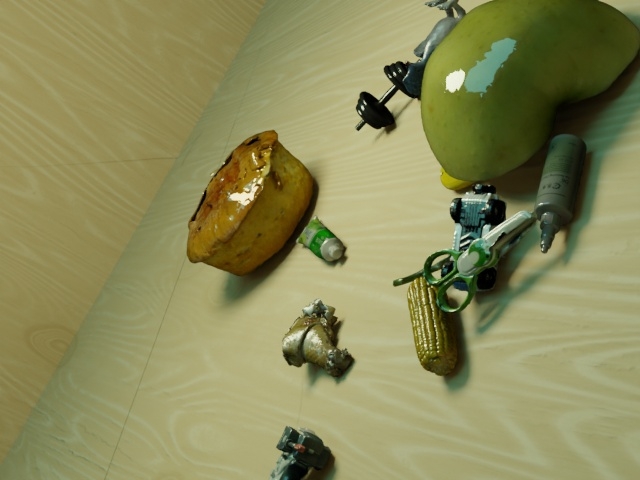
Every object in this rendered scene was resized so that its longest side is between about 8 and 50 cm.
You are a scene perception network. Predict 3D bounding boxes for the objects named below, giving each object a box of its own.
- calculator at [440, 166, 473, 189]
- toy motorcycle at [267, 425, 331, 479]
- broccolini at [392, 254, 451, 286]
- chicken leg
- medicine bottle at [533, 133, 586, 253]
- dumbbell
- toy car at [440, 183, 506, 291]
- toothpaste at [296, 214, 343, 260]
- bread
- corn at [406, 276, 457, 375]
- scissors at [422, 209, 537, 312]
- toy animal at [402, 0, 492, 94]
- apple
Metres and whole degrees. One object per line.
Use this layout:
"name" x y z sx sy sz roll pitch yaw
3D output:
"calculator" 0.298 -0.176 1.749 0.235 0.032 0.146 -42 27 30
"toy motorcycle" -0.058 0.407 1.614 0.221 0.102 0.150 -63 10 -15
"broccolini" 0.202 0.020 1.628 0.194 0.054 0.052 -41 63 -5
"chicken leg" -0.011 0.192 1.840 0.125 0.080 0.196 -38 26 11
"medicine bottle" 0.347 -0.064 1.461 0.057 0.057 0.199 -26 37 52
"dumbbell" 0.148 -0.315 2.167 0.208 0.099 0.099 -46 24 22
"toy car" 0.244 -0.004 1.543 0.080 0.070 0.171 4 84 41
"toothpaste" 0.000 0.000 2.120 0.078 0.047 0.248 -54 20 2
"bread" -0.166 -0.084 2.377 0.358 0.204 0.337 -43 28 39
"corn" 0.174 0.129 1.547 0.068 0.068 0.207 -46 26 25
"scissors" 0.239 0.020 1.477 0.204 0.027 0.101 -42 60 29
"toy animal" 0.266 -0.417 2.066 0.255 0.176 0.239 -21 26 -18
"apple" 0.325 -0.263 1.662 0.360 0.320 0.312 -127 38 -68
